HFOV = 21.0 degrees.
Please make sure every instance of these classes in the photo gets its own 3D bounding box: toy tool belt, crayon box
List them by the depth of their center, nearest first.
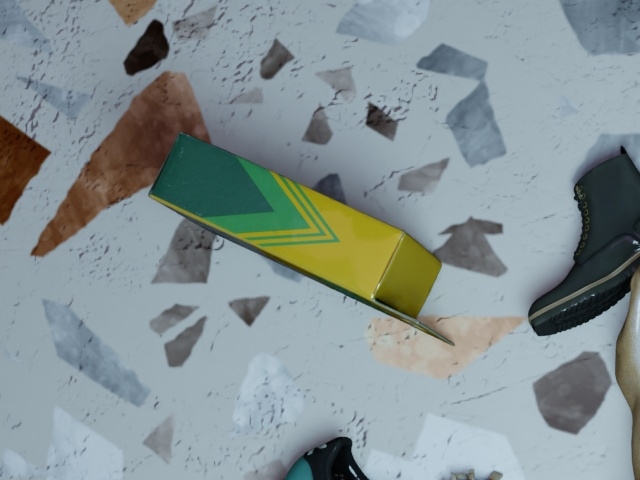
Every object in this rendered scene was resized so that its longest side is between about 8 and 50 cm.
[{"bbox_3d":[0.153,0.270,1.840,0.083,0.052,0.051,-4,48,12],"label":"toy tool belt"},{"bbox_3d":[0.000,0.000,1.846,0.323,0.203,0.083,26,87,18],"label":"crayon box"}]

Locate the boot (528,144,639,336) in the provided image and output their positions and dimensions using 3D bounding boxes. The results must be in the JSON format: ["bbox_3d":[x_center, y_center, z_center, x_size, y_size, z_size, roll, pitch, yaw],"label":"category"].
[{"bbox_3d":[0.283,0.002,1.842,0.198,0.077,0.137,-30,68,-5],"label":"boot"}]

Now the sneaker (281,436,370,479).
[{"bbox_3d":[0.073,0.336,1.803,0.302,0.108,0.121,47,110,19],"label":"sneaker"}]

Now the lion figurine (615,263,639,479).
[{"bbox_3d":[0.349,0.198,1.739,0.142,0.240,0.392,10,65,-2],"label":"lion figurine"}]
